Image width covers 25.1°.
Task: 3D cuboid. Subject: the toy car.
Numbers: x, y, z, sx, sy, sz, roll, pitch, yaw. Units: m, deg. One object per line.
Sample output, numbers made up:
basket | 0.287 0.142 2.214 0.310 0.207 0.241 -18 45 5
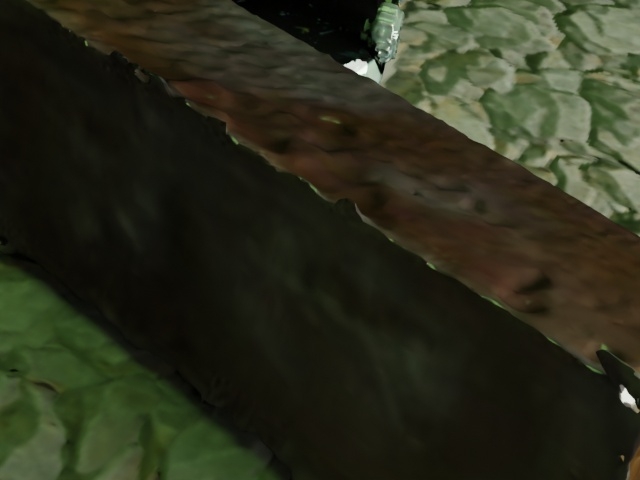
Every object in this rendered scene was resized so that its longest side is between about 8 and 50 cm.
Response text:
toy car | -0.003 -0.125 0.695 0.095 0.056 0.205 11 34 3

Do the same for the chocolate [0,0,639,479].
chocolate | 0.000 0.000 0.507 0.321 0.112 0.112 33 35 30
